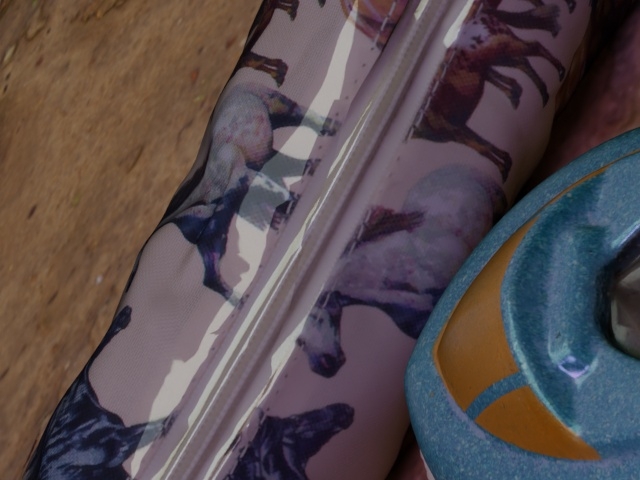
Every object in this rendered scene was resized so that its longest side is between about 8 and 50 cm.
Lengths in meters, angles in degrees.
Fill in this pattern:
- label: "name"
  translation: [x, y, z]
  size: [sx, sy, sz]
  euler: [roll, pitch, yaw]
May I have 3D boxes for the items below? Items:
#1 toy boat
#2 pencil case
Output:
- label: "toy boat"
  translation: [0.127, -0.025, 0.706]
  size: [0.267, 0.148, 0.318]
  euler: [-24, 48, 41]
- label: "pencil case"
  translation: [0.000, 0.000, 0.835]
  size: [0.410, 0.160, 0.183]
  euler: [-63, 9, -4]
